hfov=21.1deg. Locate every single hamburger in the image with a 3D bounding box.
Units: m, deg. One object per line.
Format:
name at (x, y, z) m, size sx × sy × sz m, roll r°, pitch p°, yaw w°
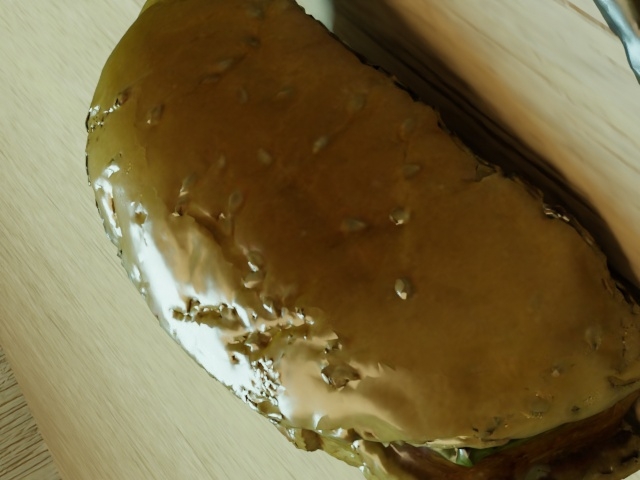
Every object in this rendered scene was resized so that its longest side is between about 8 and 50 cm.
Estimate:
hamburger at (0.000, 0.000, 0.648) m, size 0.262 × 0.131 × 0.124 m, roll 44°, pitch 158°, yaw 32°

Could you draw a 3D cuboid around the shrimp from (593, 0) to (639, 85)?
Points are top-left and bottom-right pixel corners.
shrimp at (0.092, -0.090, 0.394) m, size 0.195 × 0.035 × 0.148 m, roll 65°, pitch 161°, yaw -10°
